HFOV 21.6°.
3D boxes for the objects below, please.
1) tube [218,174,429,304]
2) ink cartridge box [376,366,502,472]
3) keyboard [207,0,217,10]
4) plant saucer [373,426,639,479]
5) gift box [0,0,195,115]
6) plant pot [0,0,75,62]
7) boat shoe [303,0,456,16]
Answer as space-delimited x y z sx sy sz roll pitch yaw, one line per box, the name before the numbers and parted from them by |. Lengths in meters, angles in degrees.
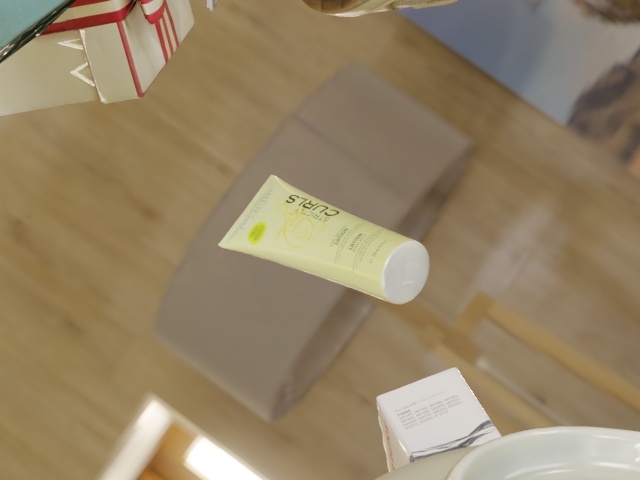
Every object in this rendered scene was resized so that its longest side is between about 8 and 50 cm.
tube | 0.000 0.000 1.598 0.070 0.240 0.062 -15 -66 -37
ink cartridge box | 0.155 0.275 1.741 0.100 0.237 0.172 -21 -46 -11
keyboard | -0.063 -0.251 1.041 0.256 0.014 0.072 92 -174 -58
plant saucer | 0.165 0.192 0.912 0.400 0.400 0.100 -41 -40 -62
gift box | -0.274 -0.285 1.703 0.255 0.258 0.276 -75 -26 -58
plant pot | -0.278 -0.231 1.158 0.165 0.234 0.166 -45 10 -37
boat shoe | 0.074 -0.208 1.150 0.302 0.098 0.109 5 91 63
